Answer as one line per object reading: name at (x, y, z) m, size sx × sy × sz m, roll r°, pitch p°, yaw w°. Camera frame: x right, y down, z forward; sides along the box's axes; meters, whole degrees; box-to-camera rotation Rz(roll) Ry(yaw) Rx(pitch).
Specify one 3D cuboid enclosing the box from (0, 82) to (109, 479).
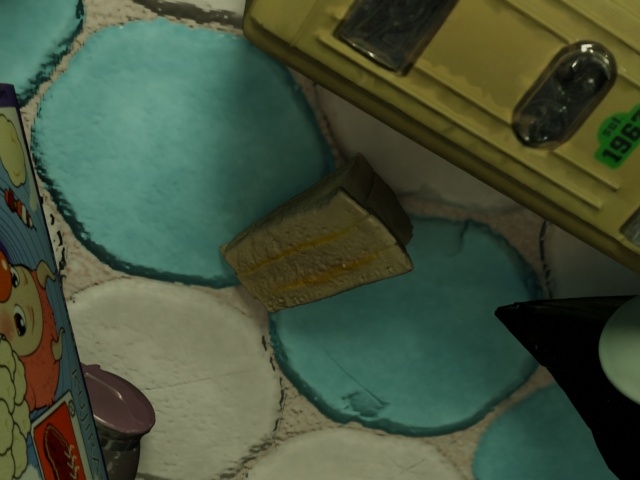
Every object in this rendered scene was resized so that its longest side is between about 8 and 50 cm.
box at (-0.321, 0.089, 0.679) m, size 0.257 × 0.318 × 0.348 m, roll -11°, pitch 96°, yaw 9°

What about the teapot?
teapot at (-0.210, 0.170, 0.900) m, size 0.116 × 0.148 × 0.146 m, roll 17°, pitch 113°, yaw -46°

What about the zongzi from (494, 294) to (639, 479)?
zongzi at (0.364, 0.172, 0.797) m, size 0.383 × 0.319 × 0.362 m, roll -6°, pitch 129°, yaw 28°

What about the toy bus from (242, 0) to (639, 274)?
toy bus at (0.140, -0.116, 0.648) m, size 0.365 × 0.202 × 0.177 m, roll 28°, pitch 117°, yaw -13°

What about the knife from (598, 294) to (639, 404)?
knife at (0.356, -0.021, 0.687) m, size 0.398 × 0.132 × 0.038 m, roll -38°, pitch 133°, yaw -3°

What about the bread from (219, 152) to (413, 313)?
bread at (-0.008, 0.012, 0.784) m, size 0.152 × 0.105 × 0.077 m, roll -36°, pitch 104°, yaw 20°
